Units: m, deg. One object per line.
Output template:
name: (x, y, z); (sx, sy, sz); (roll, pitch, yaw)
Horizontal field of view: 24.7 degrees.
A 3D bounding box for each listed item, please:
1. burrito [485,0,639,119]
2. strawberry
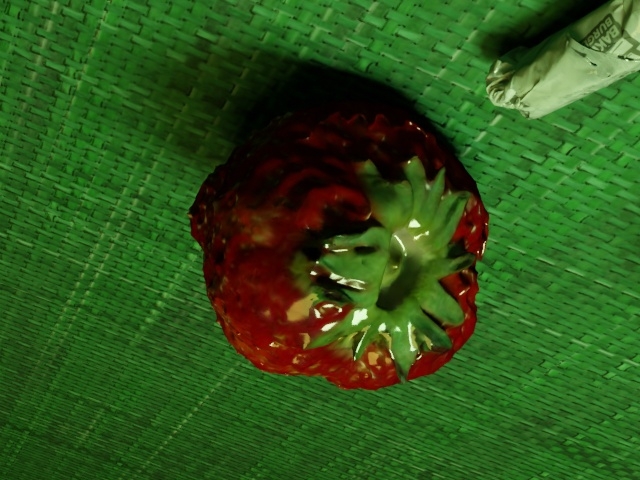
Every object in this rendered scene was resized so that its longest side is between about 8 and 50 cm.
burrito: (0.198, -0.138, 1.058); (0.064, 0.064, 0.203); (30, 149, -27)
strawberry: (0.000, 0.000, 1.260); (0.257, 0.257, 0.277); (35, 164, -34)
